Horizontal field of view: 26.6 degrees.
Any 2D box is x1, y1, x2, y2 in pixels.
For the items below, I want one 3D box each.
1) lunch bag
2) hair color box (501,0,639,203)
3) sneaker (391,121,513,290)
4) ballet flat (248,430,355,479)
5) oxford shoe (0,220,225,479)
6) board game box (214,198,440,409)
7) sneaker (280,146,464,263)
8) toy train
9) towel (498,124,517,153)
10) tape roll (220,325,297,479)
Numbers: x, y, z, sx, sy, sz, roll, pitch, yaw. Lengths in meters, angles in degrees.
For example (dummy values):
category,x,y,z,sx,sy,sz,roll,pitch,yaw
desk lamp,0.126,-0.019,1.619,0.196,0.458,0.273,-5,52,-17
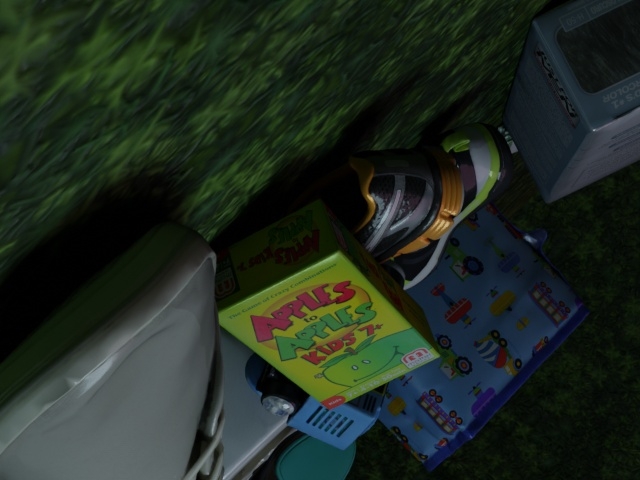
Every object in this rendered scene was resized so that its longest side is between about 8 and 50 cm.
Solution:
category,x,y,z,sx,sy,sz,roll,pitch,yaw
lunch bag,0.156,0.068,1.503,0.293,0.221,0.138,-40,171,-28
hair color box,0.289,-0.149,1.280,0.185,0.113,0.374,-26,172,0
sneaker,0.074,-0.030,1.204,0.097,0.084,0.234,-7,148,-36
ballet flat,-0.045,0.222,1.156,0.203,0.074,0.074,-45,175,-47
oxford shoe,-0.110,0.119,0.779,0.169,0.130,0.449,-39,169,-24
board game box,0.003,0.048,0.900,0.092,0.043,0.181,-27,146,12
sneaker,0.000,0.000,0.942,0.083,0.084,0.215,9,139,-43
toy train,0.011,0.070,1.068,0.080,0.105,0.184,-52,-166,50
towel,0.268,-0.139,1.559,0.152,0.023,0.113,-24,173,-4
tape roll,-0.094,0.165,1.188,0.286,0.100,0.286,-44,172,-7
